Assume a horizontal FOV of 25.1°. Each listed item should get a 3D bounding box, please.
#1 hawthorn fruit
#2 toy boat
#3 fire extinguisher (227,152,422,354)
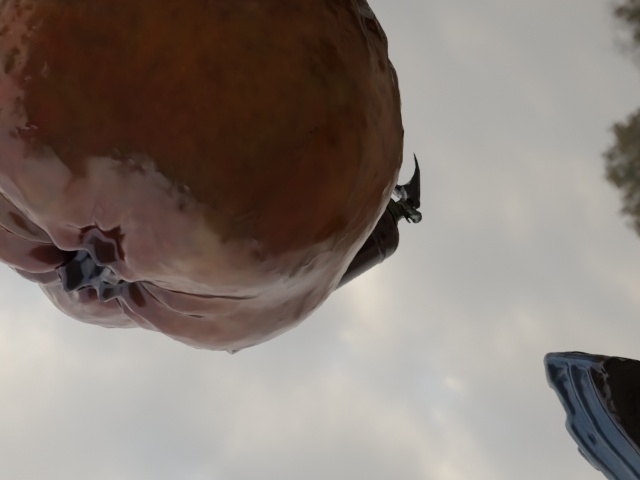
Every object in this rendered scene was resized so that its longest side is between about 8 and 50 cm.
[{"bbox_3d":[-0.130,-0.132,1.392,0.472,0.471,0.472,40,-150,-28],"label":"hawthorn fruit"},{"bbox_3d":[0.352,0.227,1.541,0.309,0.142,0.129,44,-119,-7],"label":"toy boat"},{"bbox_3d":[0.000,0.000,1.782,0.138,0.344,0.102,45,161,42],"label":"fire extinguisher"}]
